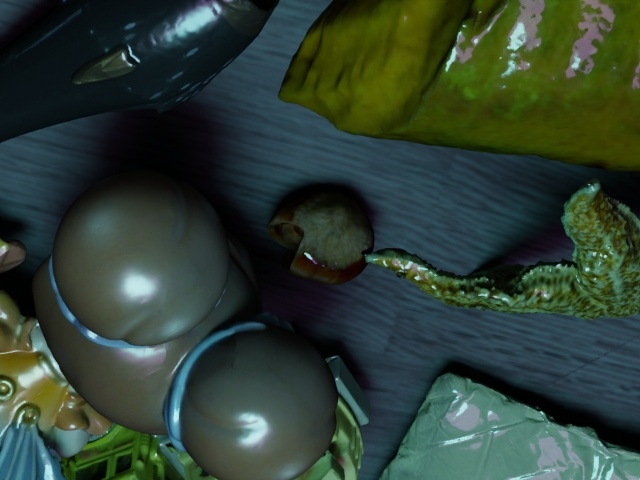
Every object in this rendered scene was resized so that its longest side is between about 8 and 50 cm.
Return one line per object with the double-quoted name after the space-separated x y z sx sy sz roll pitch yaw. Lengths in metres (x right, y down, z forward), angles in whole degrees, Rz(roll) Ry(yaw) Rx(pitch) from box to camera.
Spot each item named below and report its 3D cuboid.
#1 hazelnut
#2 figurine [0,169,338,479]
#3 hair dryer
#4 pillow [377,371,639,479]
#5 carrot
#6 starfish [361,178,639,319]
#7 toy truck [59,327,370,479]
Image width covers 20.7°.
0.000 0.000 1.397 0.086 0.086 0.086 1 127 2 "hazelnut"
-0.201 0.095 1.369 0.388 0.248 0.276 -27 119 16 "figurine"
-0.222 -0.234 1.238 0.304 0.120 0.359 -17 115 32 "hair dryer"
0.180 0.259 1.584 0.281 0.076 0.274 23 123 -7 "pillow"
0.163 -0.169 1.159 0.341 0.241 0.241 9 127 -10 "carrot"
0.227 0.011 1.283 0.358 0.078 0.347 -12 165 22 "starfish"
-0.092 0.193 1.492 0.272 0.157 0.124 -21 124 17 "toy truck"
